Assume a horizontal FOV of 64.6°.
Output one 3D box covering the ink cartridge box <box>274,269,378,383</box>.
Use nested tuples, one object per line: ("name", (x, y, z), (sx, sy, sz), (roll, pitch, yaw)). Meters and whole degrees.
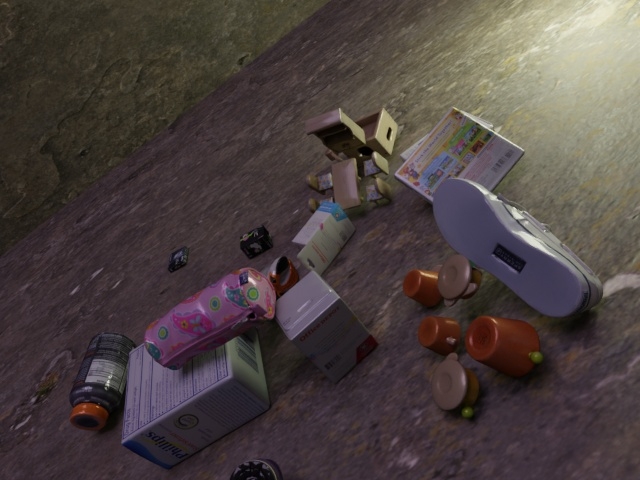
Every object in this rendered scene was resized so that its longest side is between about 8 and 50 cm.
("ink cartridge box", (0.006, 0.177, 1.049), (0.128, 0.176, 0.127), (-41, 36, -5))

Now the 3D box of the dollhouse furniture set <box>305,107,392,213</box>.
("dollhouse furniture set", (0.053, -0.205, 1.374), (0.212, 0.161, 0.241), (-14, 71, 28))

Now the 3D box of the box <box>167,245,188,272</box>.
("box", (-0.483, 0.064, 1.720), (0.067, 0.018, 0.083), (-27, 37, 14))

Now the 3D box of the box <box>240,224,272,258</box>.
("box", (-0.193, 0.004, 1.515), (0.083, 0.052, 0.062), (-28, 36, 11))

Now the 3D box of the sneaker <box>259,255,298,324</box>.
("sneaker", (-0.155, 0.144, 1.274), (0.121, 0.099, 0.262), (-29, 10, 33))

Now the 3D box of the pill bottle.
("pill bottle", (-0.590, 0.379, 1.364), (0.131, 0.130, 0.245), (-23, 38, 18))

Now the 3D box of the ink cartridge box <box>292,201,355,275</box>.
("ink cartridge box", (0.000, 0.000, 1.312), (0.062, 0.104, 0.181), (15, 60, 48))

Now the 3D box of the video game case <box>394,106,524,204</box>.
("video game case", (0.325, -0.179, 1.198), (0.206, 0.026, 0.227), (39, 86, 20))

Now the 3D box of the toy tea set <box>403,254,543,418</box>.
("toy tea set", (0.274, 0.151, 0.940), (0.200, 0.125, 0.335), (-55, 28, 32))

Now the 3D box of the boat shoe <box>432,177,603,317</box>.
("boat shoe", (0.377, 0.000, 0.965), (0.367, 0.157, 0.135), (47, 125, 42))

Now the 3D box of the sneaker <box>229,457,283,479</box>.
("sneaker", (-0.092, 0.515, 0.839), (0.108, 0.124, 0.283), (-1, 70, 12))

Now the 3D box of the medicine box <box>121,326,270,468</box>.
("medicine box", (-0.289, 0.318, 1.164), (0.289, 0.149, 0.263), (-33, 36, 7))

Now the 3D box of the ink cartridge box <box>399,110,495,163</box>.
("ink cartridge box", (0.332, -0.226, 1.301), (0.203, 0.085, 0.148), (-36, 37, 0))

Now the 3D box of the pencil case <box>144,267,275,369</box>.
("pencil case", (-0.224, 0.162, 1.034), (0.284, 0.124, 0.124), (-29, 36, 19))

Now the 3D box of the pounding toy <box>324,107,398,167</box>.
("pounding toy", (0.117, -0.275, 1.539), (0.206, 0.094, 0.180), (-15, 47, 41))
